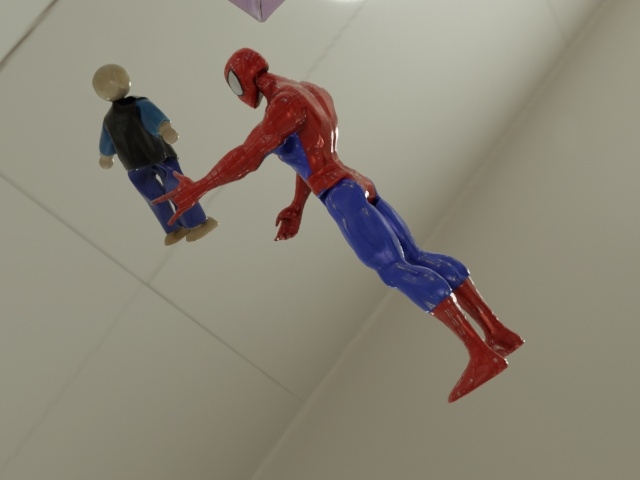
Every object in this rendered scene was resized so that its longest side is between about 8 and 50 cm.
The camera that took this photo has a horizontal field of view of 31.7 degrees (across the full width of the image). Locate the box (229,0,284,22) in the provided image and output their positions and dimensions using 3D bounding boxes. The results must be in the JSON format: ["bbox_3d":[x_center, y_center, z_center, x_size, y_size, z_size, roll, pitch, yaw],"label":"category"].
[{"bbox_3d":[-0.094,-0.282,0.646,0.243,0.213,0.117,37,-108,13],"label":"box"}]

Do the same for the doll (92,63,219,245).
[{"bbox_3d":[-0.175,-0.086,1.117,0.129,0.189,0.046,-7,-155,44],"label":"doll"}]

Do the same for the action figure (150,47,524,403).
[{"bbox_3d":[0.000,0.000,0.786,0.139,0.091,0.280,-37,-94,22],"label":"action figure"}]
